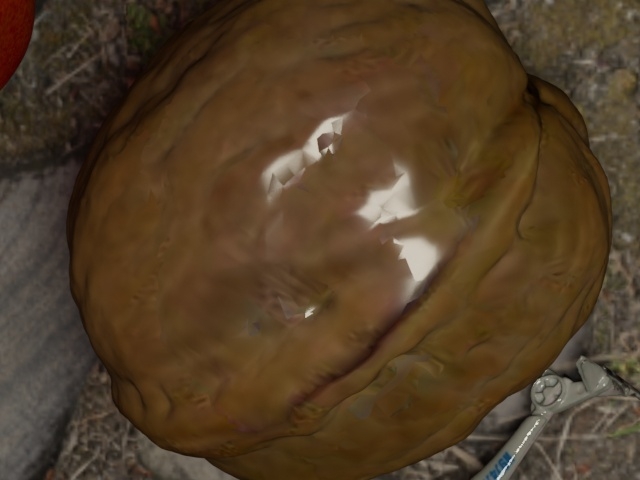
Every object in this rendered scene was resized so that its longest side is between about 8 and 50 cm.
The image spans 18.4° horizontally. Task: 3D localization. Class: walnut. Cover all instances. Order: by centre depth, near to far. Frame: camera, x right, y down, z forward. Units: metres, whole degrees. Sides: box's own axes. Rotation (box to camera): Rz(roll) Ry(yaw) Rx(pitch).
[{"bbox_3d":[-0.001,-0.002,1.224,0.344,0.306,0.306,-38,84,11],"label":"walnut"}]

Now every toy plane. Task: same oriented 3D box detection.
[{"bbox_3d":[0.084,0.183,1.302,0.107,0.182,0.273,34,106,44],"label":"toy plane"}]

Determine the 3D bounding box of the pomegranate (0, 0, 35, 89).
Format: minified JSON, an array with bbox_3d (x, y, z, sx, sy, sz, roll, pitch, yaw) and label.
[{"bbox_3d":[-0.300,-0.190,1.337,0.221,0.221,0.257,-17,63,19],"label":"pomegranate"}]
